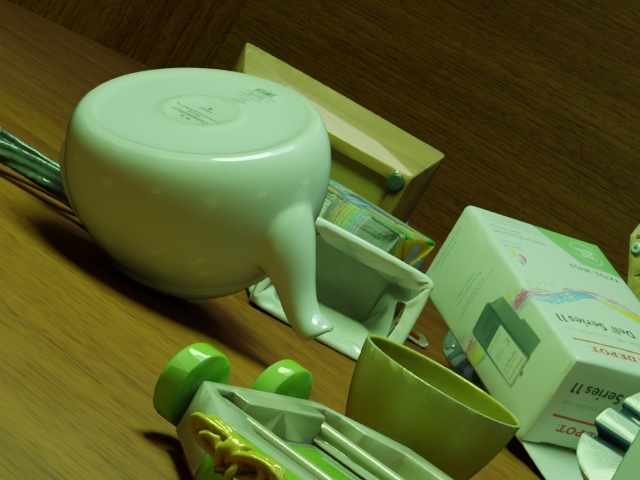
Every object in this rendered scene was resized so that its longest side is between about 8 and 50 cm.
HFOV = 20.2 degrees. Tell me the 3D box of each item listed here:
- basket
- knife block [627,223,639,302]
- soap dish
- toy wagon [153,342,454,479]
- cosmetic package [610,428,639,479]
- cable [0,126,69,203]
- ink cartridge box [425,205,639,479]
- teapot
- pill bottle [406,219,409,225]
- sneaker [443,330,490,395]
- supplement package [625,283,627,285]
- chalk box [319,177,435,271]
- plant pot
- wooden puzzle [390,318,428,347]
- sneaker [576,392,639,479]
[{"bbox_3d":[0.015,0.045,1.887,0.167,0.113,0.103,29,4,-15],"label":"basket"},{"bbox_3d":[0.465,0.128,2.169,0.088,0.276,0.242,-2,-9,41],"label":"knife block"},{"bbox_3d":[-0.024,-0.079,2.284,0.291,0.229,0.118,30,22,-2],"label":"soap dish"},{"bbox_3d":[0.013,0.159,1.110,0.267,0.068,0.344,33,7,28],"label":"toy wagon"},{"bbox_3d":[0.406,0.288,1.480,0.230,0.161,0.453,34,7,35],"label":"cosmetic package"},{"bbox_3d":[-0.345,-0.096,1.727,0.139,0.072,0.287,11,-24,50],"label":"cable"},{"bbox_3d":[0.274,0.126,1.933,0.207,0.119,0.353,16,28,-33],"label":"ink cartridge box"},{"bbox_3d":[-0.115,-0.034,1.613,0.252,0.187,0.256,3,27,-5],"label":"teapot"},{"bbox_3d":[0.007,-0.051,2.590,0.245,0.130,0.130,24,8,-46],"label":"pill bottle"},{"bbox_3d":[0.264,0.189,2.130,0.281,0.105,0.115,31,-23,23],"label":"sneaker"},{"bbox_3d":[0.343,0.106,2.672,0.175,0.177,0.293,32,7,19],"label":"supplement package"},{"bbox_3d":[0.000,0.000,2.099,0.213,0.132,0.132,33,7,20],"label":"chalk box"},{"bbox_3d":[0.070,0.145,1.362,0.134,0.095,0.134,30,6,-4],"label":"plant pot"},{"bbox_3d":[0.101,0.108,2.261,0.078,0.014,0.116,28,6,-14],"label":"wooden puzzle"},{"bbox_3d":[0.357,0.190,1.664,0.127,0.315,0.182,41,-29,35],"label":"sneaker"}]
